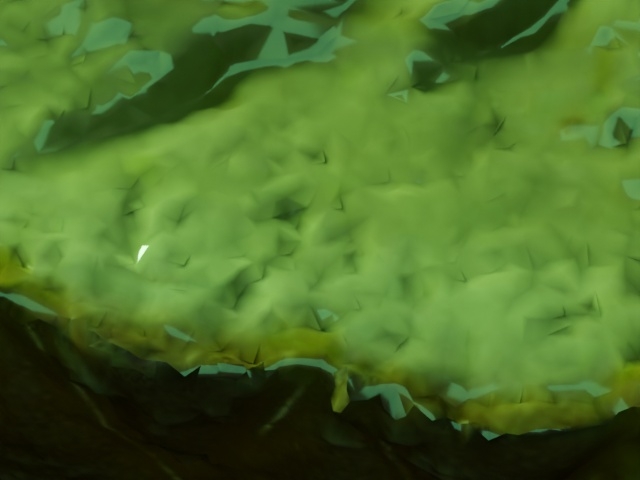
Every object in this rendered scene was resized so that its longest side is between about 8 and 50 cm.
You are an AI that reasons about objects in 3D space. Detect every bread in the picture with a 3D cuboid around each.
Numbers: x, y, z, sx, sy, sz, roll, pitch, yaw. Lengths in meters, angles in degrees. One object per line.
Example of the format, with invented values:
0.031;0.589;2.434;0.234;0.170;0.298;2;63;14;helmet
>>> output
0.000;0.000;0.474;0.279;0.279;0.207;10;63;13;bread
